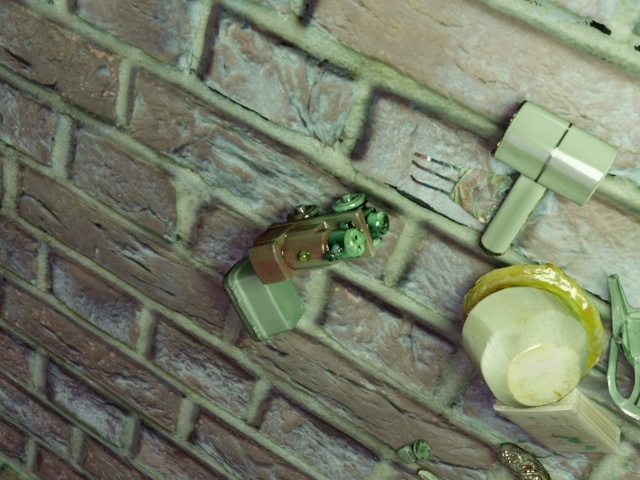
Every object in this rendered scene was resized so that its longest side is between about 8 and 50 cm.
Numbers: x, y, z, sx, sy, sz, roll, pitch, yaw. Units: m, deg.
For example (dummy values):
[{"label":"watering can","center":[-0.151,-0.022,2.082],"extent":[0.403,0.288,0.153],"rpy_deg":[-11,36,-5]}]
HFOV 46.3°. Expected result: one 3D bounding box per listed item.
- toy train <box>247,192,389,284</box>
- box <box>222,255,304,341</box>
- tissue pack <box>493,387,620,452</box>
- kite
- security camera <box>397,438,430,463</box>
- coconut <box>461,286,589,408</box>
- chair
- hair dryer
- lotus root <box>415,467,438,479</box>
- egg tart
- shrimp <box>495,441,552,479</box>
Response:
[{"label":"toy train","center":[0.000,0.000,1.709],"extent":[0.305,0.221,0.150],"rpy_deg":[-10,111,35]},{"label":"box","center":[-0.145,0.144,1.927],"extent":[0.129,0.148,0.210],"rpy_deg":[-17,109,28]},{"label":"tissue pack","center":[0.515,0.383,1.611],"extent":[0.170,0.071,0.325],"rpy_deg":[-7,149,36]},{"label":"kite","center":[0.295,-0.115,1.605],"extent":[0.230,0.016,0.127],"rpy_deg":[24,122,17]},{"label":"security camera","center":[0.245,0.565,2.002],"extent":[0.058,0.058,0.092],"rpy_deg":[53,141,-5]},{"label":"coconut","center":[0.397,0.204,1.461],"extent":[0.241,0.241,0.241],"rpy_deg":[14,122,23]},{"label":"chair","center":[0.664,0.221,1.476],"extent":[0.204,0.190,0.274],"rpy_deg":[3,146,30]},{"label":"hair dryer","center":[0.408,-0.085,1.496],"extent":[0.203,0.128,0.361],"rpy_deg":[31,133,10]},{"label":"lotus root","center":[0.295,0.646,2.024],"extent":[0.083,0.030,0.037],"rpy_deg":[44,160,5]},{"label":"egg tart","center":[0.457,0.173,1.607],"extent":[0.315,0.120,0.314],"rpy_deg":[13,120,23]},{"label":"shrimp","center":[0.509,0.564,1.830],"extent":[0.190,0.075,0.073],"rpy_deg":[39,97,-7]}]
